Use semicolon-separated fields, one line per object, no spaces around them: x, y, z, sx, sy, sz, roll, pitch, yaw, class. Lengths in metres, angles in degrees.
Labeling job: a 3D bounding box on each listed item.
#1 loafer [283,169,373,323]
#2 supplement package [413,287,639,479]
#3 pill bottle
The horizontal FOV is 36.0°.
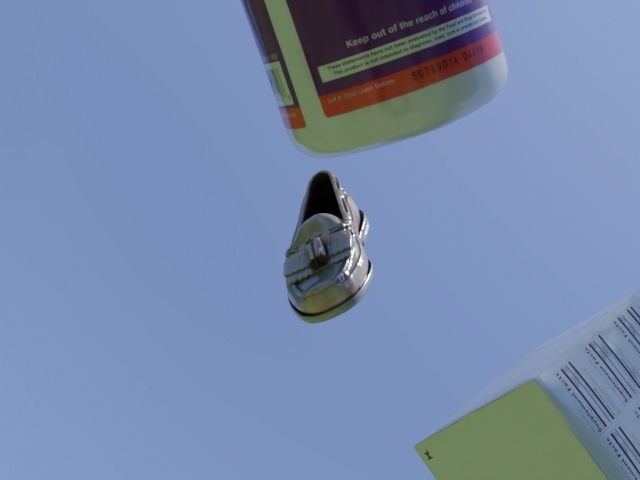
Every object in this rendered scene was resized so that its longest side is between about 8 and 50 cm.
0.000;0.000;0.493;0.045;0.125;0.039;-22;-73;12;loafer
0.243;0.181;0.952;0.149;0.203;0.194;55;-41;8;supplement package
0.015;-0.237;0.748;0.181;0.181;0.323;-7;-73;42;pill bottle
